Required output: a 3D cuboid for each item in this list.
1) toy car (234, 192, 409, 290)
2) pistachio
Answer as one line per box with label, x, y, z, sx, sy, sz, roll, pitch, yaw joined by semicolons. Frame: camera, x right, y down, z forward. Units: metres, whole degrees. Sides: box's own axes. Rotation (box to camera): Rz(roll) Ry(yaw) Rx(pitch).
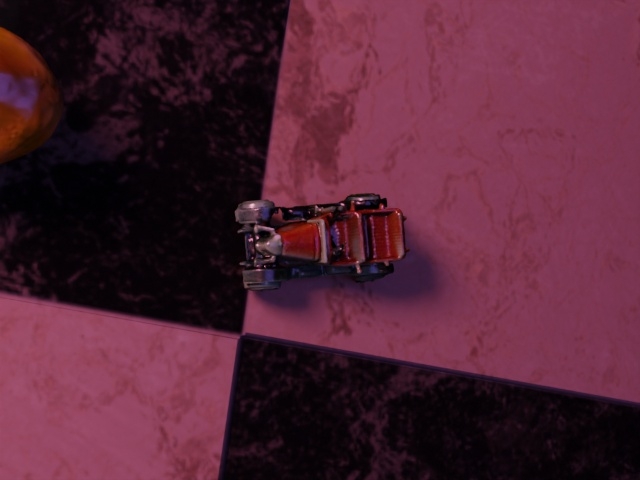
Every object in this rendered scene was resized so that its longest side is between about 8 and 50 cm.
toy car;0.000;0.000;1.233;0.143;0.054;0.073;-4;89;-35
pistachio;-0.267;-0.107;1.036;0.189;0.100;0.110;7;62;-25
